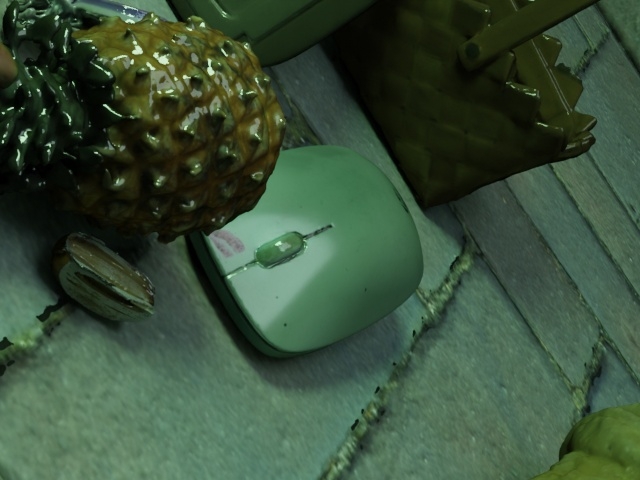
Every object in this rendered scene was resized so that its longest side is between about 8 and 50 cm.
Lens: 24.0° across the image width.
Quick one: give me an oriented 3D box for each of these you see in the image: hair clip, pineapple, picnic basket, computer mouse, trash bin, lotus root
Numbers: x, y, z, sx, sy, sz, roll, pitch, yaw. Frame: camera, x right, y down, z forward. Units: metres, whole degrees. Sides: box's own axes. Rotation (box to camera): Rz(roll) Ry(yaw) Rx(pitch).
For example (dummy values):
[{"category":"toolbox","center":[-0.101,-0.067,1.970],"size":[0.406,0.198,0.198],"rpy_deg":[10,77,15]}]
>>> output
[{"category":"hair clip","center":[-0.151,-0.149,1.089],"size":[0.172,0.049,0.116],"rpy_deg":[22,3,-45]},{"category":"pineapple","center":[-0.149,-0.068,0.931],"size":[0.278,0.158,0.158],"rpy_deg":[-6,67,-56]},{"category":"picnic basket","center":[0.201,-0.215,1.572],"size":[0.291,0.321,0.254],"rpy_deg":[60,20,-2]},{"category":"computer mouse","center":[0.005,-0.003,1.206],"size":[0.159,0.097,0.288],"rpy_deg":[63,23,5]},{"category":"trash bin","center":[-0.018,-0.291,1.374],"size":[0.219,0.220,0.250],"rpy_deg":[59,17,-3]},{"category":"lotus root","center":[-0.143,0.024,0.962],"size":[0.083,0.030,0.037],"rpy_deg":[40,28,-39]}]

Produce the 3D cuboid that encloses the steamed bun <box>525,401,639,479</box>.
[{"category":"steamed bun","center":[0.313,0.302,1.289],"size":[0.325,0.230,0.372],"rpy_deg":[61,21,-3]}]

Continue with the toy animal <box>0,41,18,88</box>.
[{"category":"toy animal","center":[-0.263,-0.185,0.790],"size":[0.363,0.181,0.180],"rpy_deg":[-103,169,-45]}]
